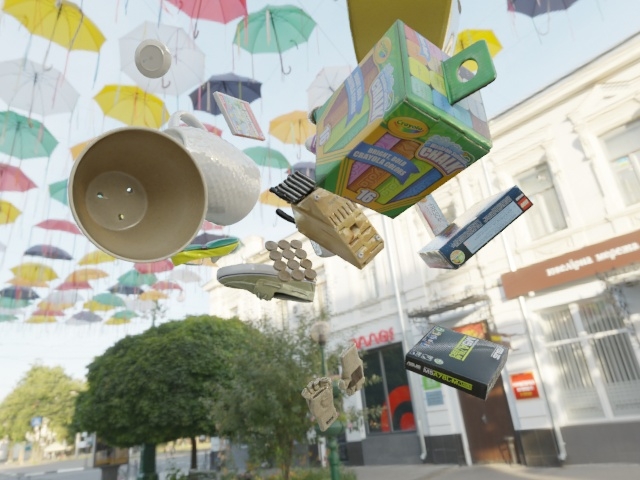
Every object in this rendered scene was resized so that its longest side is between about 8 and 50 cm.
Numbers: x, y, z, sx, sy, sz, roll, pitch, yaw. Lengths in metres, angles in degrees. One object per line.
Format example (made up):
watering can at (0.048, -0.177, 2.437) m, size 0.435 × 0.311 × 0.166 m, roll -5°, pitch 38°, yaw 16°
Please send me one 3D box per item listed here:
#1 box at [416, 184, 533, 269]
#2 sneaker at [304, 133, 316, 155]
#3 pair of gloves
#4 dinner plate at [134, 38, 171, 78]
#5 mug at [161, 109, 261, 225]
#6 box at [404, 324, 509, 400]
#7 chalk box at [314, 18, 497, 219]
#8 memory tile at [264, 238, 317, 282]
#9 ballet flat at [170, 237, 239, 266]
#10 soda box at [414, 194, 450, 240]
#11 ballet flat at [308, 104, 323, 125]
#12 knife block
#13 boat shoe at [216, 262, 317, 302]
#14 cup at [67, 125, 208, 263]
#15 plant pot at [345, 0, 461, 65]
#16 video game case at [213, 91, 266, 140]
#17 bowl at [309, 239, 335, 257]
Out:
box at (0.264, -0.015, 0.803) m, size 0.159 × 0.044 × 0.233 m, roll -41°, pitch -4°, yaw 1°
sneaker at (0.026, -0.416, 1.816) m, size 0.281 × 0.102 × 0.161 m, roll 9°, pitch -7°, yaw 34°
pair of gloves at (0.050, 0.455, 1.401) m, size 0.042 × 0.240 × 0.204 m, roll 22°, pitch -37°, yaw 41°
dinner plate at (-0.615, -0.666, 1.627) m, size 0.141 × 0.141 × 0.017 m, roll -8°, pitch 7°, yaw 7°
mug at (-0.408, -0.265, 1.484) m, size 0.276 × 0.375 × 0.328 m, roll -24°, pitch -23°, yaw 18°
box at (0.314, 0.270, 1.019) m, size 0.184 × 0.045 × 0.190 m, roll 12°, pitch 19°, yaw 34°
chalk box at (0.140, -0.197, 0.708) m, size 0.179 × 0.181 × 0.289 m, roll 20°, pitch -37°, yaw -27°
memory tile at (-0.079, 0.052, 1.180) m, size 0.113 × 0.148 × 0.012 m, roll -4°, pitch -44°, yaw -28°
ballet flat at (-0.383, 0.043, 1.484) m, size 0.230 × 0.078 × 0.077 m, roll -9°, pitch 20°, yaw -18°
soda box at (0.348, -0.065, 1.376) m, size 0.058 × 0.183 × 0.063 m, roll -19°, pitch -40°, yaw 2°
ballet flat at (0.054, -0.369, 1.284) m, size 0.206 × 0.073 × 0.067 m, roll -11°, pitch 15°, yaw -25°
knife block at (-0.002, -0.049, 1.082) m, size 0.088 × 0.276 × 0.242 m, roll -40°, pitch 7°, yaw -24°
boat shoe at (-0.152, 0.128, 1.299) m, size 0.301 × 0.094 × 0.109 m, roll 5°, pitch -24°, yaw -15°
cup at (-0.500, -0.109, 1.163) m, size 0.330 × 0.332 × 0.236 m, roll 15°, pitch -10°, yaw -40°
plant pot at (0.180, -0.412, 0.943) m, size 0.212 × 0.188 × 0.212 m, roll 3°, pitch 9°, yaw 20°
video game case at (-0.361, -0.556, 2.022) m, size 0.025 × 0.204 × 0.285 m, roll -27°, pitch -3°, yaw 21°
bowl at (0.000, 0.000, 1.559) m, size 0.053 × 0.142 × 0.142 m, roll -23°, pitch 1°, yaw -15°
